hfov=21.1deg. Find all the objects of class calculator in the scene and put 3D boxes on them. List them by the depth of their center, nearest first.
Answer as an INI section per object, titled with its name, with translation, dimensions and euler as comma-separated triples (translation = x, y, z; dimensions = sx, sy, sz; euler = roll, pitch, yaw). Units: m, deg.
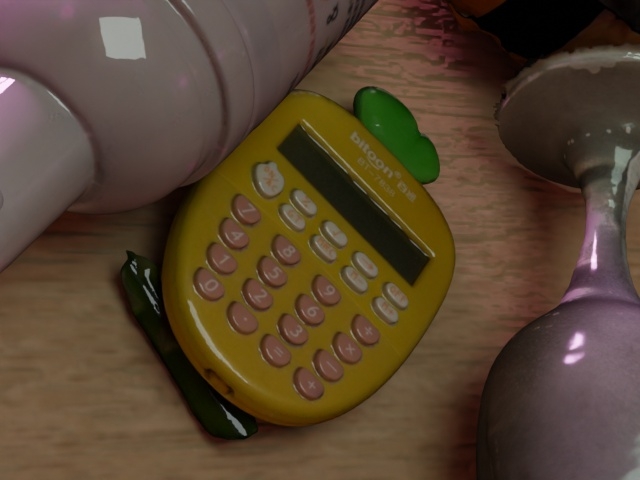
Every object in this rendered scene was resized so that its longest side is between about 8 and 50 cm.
[calculator]
translation = 0.000, 0.000, 0.887
dimensions = 0.146, 0.032, 0.235
euler = 46, 43, -8

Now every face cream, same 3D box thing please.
[face cream]
translation = -0.088, -0.099, 0.817
dimensions = 0.145, 0.145, 0.369
euler = 46, 50, -5

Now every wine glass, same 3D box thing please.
[wine glass]
translation = 0.152, 0.053, 0.905
dimensions = 0.143, 0.143, 0.321
euler = 24, 55, -22

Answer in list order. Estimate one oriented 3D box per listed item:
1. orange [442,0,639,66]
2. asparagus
[orange]
translation = 0.172, -0.197, 1.031
dimensions = 0.234, 0.182, 0.234
euler = 17, 46, -19
[asparagus]
translation = -0.066, 0.052, 0.833
dimensions = 0.025, 0.021, 0.108
euler = -29, 84, -45
